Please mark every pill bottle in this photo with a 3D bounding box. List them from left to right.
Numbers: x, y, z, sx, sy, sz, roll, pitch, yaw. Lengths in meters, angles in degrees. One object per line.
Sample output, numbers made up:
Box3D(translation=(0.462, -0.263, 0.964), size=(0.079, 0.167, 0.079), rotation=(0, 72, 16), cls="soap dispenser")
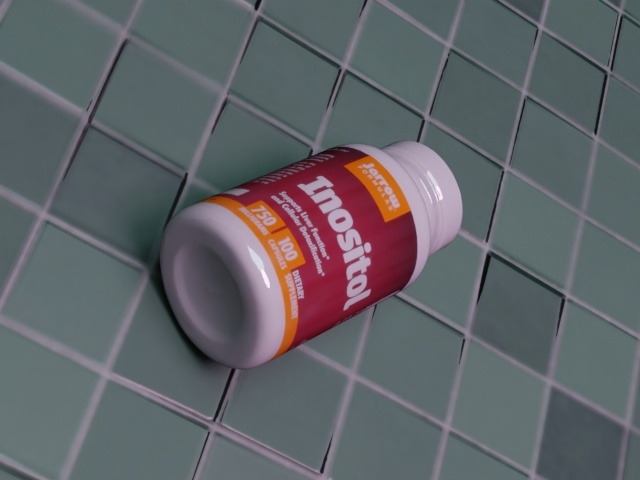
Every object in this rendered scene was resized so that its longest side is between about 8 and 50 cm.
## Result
Box3D(translation=(0.000, 0.000, 0.677), size=(0.152, 0.086, 0.086), rotation=(-26, 83, -38), cls="pill bottle")
